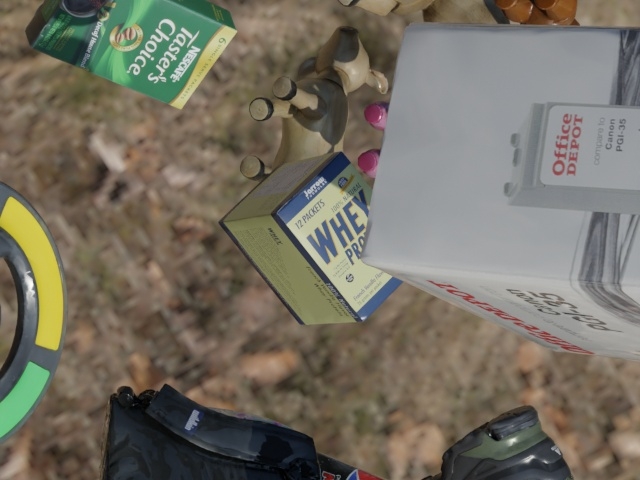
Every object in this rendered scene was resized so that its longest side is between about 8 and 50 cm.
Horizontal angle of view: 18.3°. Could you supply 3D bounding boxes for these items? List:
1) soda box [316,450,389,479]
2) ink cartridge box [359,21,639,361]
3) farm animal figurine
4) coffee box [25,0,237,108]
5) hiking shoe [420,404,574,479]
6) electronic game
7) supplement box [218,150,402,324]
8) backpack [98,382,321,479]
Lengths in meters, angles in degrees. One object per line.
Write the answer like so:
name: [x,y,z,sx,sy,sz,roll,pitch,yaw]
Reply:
soda box: [0.051,0.230,1.693,0.060,0.169,0.053,31,80,-60]
ink cartridge box: [0.191,-0.009,0.866,0.207,0.283,0.117,25,74,-54]
farm animal figurine: [0.058,-0.195,1.615,0.327,0.330,0.172,63,21,13]
coffee box: [-0.187,-0.211,1.990,0.184,0.113,0.040,22,28,-34]
hiking shoe: [0.100,0.227,1.478,0.114,0.227,0.086,52,28,13]
electronic game: [-0.285,0.061,1.538,0.229,0.048,0.229,-9,102,-48]
supplement box: [0.000,0.000,1.153,0.056,0.083,0.083,-45,105,-22]
backpack: [-0.089,0.196,1.622,0.115,0.182,0.152,159,-65,-78]
